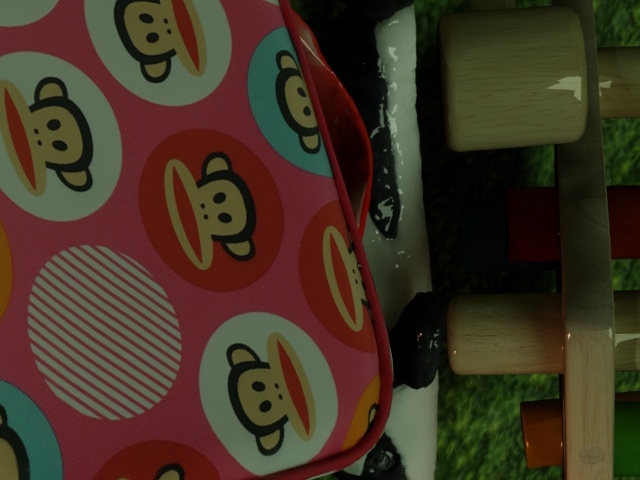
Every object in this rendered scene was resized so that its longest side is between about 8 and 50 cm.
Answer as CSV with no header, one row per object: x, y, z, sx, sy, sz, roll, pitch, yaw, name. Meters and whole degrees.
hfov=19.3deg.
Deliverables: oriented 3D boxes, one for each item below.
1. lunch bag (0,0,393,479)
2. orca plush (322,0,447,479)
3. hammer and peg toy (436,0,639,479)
-0.088,-0.033,0.707,0.258,0.120,0.293,-10,82,-42,lunch bag
0.000,0.000,0.921,0.102,0.151,0.287,-5,125,-7,orca plush
0.130,0.001,0.927,0.127,0.266,0.361,-2,131,7,hammer and peg toy
